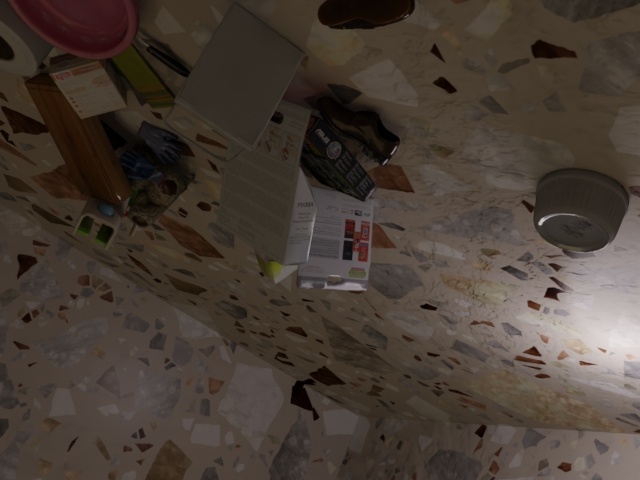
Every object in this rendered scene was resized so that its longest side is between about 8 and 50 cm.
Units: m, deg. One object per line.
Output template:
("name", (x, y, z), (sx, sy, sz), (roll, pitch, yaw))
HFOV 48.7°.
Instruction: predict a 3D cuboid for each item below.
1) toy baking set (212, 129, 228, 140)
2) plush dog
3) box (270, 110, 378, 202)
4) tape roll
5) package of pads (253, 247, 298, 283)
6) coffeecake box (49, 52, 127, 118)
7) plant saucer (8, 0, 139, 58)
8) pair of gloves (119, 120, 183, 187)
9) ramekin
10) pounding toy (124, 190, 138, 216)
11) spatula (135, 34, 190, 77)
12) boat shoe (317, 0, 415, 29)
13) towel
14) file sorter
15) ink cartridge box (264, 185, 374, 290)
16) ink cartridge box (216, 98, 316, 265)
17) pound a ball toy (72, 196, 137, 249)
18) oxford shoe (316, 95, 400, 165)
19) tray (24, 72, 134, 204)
("toy baking set", (-0.213, -0.311, 1.945), (0.256, 0.030, 0.196), (34, 154, -20))
("plush dog", (-0.566, -0.210, 2.340), (0.225, 0.211, 0.262), (43, 124, -7))
("box", (0.000, -0.223, 1.811), (0.270, 0.060, 0.216), (45, 169, -37))
("tape roll", (-0.789, -0.562, 1.794), (0.246, 0.169, 0.246), (20, 154, 10))
("package of pads", (-0.099, -0.003, 2.212), (0.101, 0.229, 0.297), (49, 165, 25))
("coffeecake box", (-0.638, -0.436, 1.957), (0.142, 0.068, 0.185), (-14, 148, 3))
("plant saucer", (-0.565, -0.572, 1.622), (0.331, 0.084, 0.332), (13, 144, 10))
("pair of gloves", (-0.524, -0.261, 2.186), (0.159, 0.198, 0.023), (35, -165, -2))
("ramekin", (0.592, -0.061, 1.635), (0.207, 0.109, 0.207), (20, 155, 10))
("pounding toy", (-0.723, -0.161, 2.603), (0.183, 0.110, 0.236), (37, 153, -26))
("spatula", (-0.445, -0.502, 1.764), (0.296, 0.030, 0.084), (39, 149, -24))
("boat shoe", (0.096, -0.447, 1.367), (0.206, 0.073, 0.073), (9, -171, 36))
("towel", (-0.485, -0.449, 1.929), (0.102, 0.021, 0.237), (1, 147, 30))
("file sorter", (-0.201, -0.339, 1.588), (0.192, 0.278, 0.173), (32, 156, -17))
("ink cartridge box", (0.000, 0.000, 1.954), (0.130, 0.272, 0.309), (-1, 174, 42))
("ink cartridge box", (-0.123, -0.169, 1.775), (0.091, 0.385, 0.308), (-3, -157, -41))
("pound a ball toy", (-0.692, -0.104, 2.417), (0.208, 0.319, 0.136), (28, 117, -18))
("oxford shoe", (0.095, -0.285, 1.694), (0.227, 0.083, 0.096), (33, 128, -9))
("tray", (-0.745, -0.310, 2.195), (0.202, 0.076, 0.411), (14, 136, 35))
